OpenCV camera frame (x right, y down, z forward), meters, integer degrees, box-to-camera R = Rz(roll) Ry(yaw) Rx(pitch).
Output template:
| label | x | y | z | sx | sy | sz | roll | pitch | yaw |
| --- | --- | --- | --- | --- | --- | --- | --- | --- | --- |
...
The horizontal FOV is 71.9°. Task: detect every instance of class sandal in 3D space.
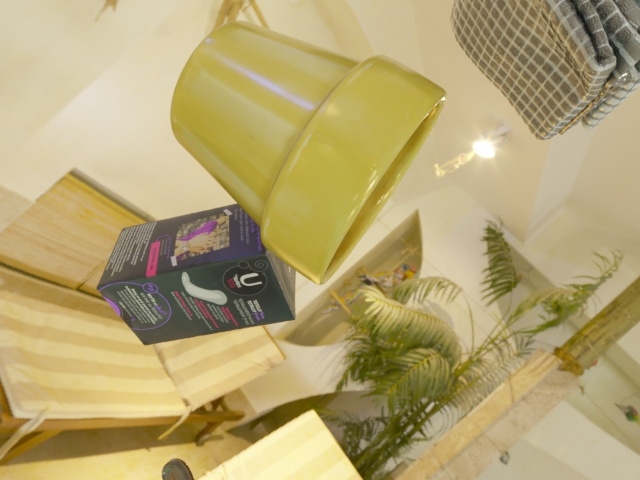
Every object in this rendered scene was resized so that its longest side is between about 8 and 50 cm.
| label | x | y | z | sx | sy | sz | roll | pitch | yaw |
| --- | --- | --- | --- | --- | --- | --- | --- | --- | --- |
| sandal | -0.266 | 0.543 | 0.879 | 0.219 | 0.090 | 0.060 | 53 | 15 | 24 |

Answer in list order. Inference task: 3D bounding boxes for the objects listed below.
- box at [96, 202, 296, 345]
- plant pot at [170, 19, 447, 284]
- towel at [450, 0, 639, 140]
| label | x | y | z | sx | sy | sz | roll | pitch | yaw |
| --- | --- | --- | --- | --- | --- | --- | --- | --- | --- |
| box | -0.189 | 0.054 | 0.736 | 0.143 | 0.271 | 0.165 | -93 | 170 | -48 |
| plant pot | -0.026 | -0.115 | 0.509 | 0.239 | 0.254 | 0.254 | 33 | -3 | 8 |
| towel | 0.288 | -0.284 | 0.571 | 0.283 | 0.121 | 0.235 | 61 | -2 | 13 |
